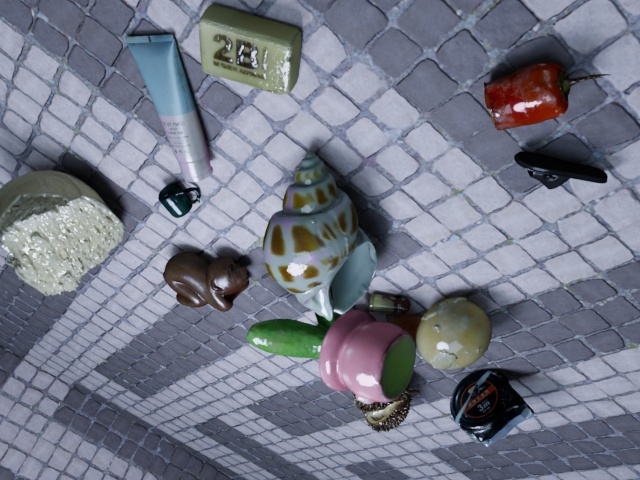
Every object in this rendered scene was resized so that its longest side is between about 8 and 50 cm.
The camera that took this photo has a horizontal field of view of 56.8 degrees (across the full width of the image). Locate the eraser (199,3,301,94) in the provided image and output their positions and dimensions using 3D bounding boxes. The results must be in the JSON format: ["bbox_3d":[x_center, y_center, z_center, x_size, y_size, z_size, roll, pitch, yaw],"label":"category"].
[{"bbox_3d":[-0.123,-0.331,1.036,0.172,0.058,0.117,18,142,5],"label":"eraser"}]

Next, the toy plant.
[{"bbox_3d":[0.042,0.266,1.480,0.356,0.211,0.317,20,-175,38],"label":"toy plant"}]

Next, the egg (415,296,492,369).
[{"bbox_3d":[0.308,0.220,1.386,0.164,0.164,0.201,31,137,-10],"label":"egg"}]

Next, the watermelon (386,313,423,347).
[{"bbox_3d":[0.247,0.242,1.511,0.163,0.069,0.087,4,139,19],"label":"watermelon"}]

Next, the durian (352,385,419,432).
[{"bbox_3d":[0.194,0.456,1.716,0.195,0.167,0.196,0,136,0],"label":"durian"}]

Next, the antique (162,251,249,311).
[{"bbox_3d":[-0.304,0.098,1.577,0.256,0.121,0.144,4,129,33],"label":"antique"}]

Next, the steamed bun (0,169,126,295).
[{"bbox_3d":[-0.648,-0.037,1.512,0.272,0.274,0.290,-21,145,-15],"label":"steamed bun"}]

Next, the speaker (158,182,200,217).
[{"bbox_3d":[-0.331,-0.097,1.404,0.094,0.060,0.075,-8,133,32],"label":"speaker"}]

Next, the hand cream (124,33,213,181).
[{"bbox_3d":[-0.296,-0.268,1.204,0.111,0.070,0.313,7,131,21],"label":"hand cream"}]

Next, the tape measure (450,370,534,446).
[{"bbox_3d":[0.438,0.436,1.556,0.182,0.181,0.107,-41,120,9],"label":"tape measure"}]

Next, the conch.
[{"bbox_3d":[0.000,0.001,1.258,0.249,0.197,0.368,-9,140,-20],"label":"conch"}]

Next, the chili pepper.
[{"bbox_3d":[0.343,-0.229,0.911,0.192,0.084,0.086,-9,164,37],"label":"chili pepper"}]

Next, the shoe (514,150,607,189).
[{"bbox_3d":[0.412,-0.111,1.028,0.159,0.062,0.053,11,128,7],"label":"shoe"}]

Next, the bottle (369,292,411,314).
[{"bbox_3d":[0.174,0.159,1.472,0.101,0.047,0.063,4,180,15],"label":"bottle"}]
